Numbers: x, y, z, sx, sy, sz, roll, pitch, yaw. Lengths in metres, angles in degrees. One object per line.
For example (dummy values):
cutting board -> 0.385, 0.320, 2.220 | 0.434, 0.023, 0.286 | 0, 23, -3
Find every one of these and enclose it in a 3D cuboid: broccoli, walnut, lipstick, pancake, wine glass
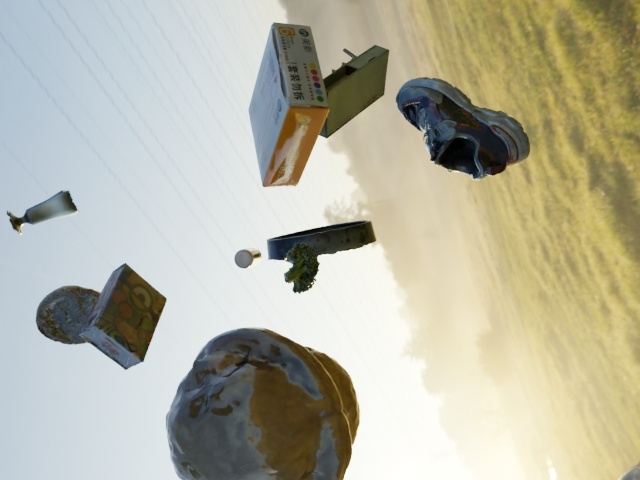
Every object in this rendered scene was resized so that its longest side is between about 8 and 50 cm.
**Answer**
broccoli -> -0.044, 0.058, 1.249 | 0.095, 0.092, 0.097 | 59, 145, 2
walnut -> -0.107, 0.347, 1.223 | 0.383, 0.383, 0.384 | -19, -90, -81
lipstick -> -0.147, 0.035, 1.263 | 0.141, 0.040, 0.040 | -7, -102, -88
pancake -> -0.431, 0.138, 1.118 | 0.025, 0.151, 0.152 | -108, -7, -52
wine glass -> -0.695, -0.072, 1.560 | 0.072, 0.155, 0.072 | 56, 162, 30

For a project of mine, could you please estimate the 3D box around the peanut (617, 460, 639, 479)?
peanut -> 0.653, 0.510, 1.111 | 0.387, 0.192, 0.170 | 47, -168, -34

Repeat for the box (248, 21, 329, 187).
box -> -0.073, -0.268, 1.273 | 0.274, 0.091, 0.221 | 121, 142, -58

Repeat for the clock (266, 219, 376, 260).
clock -> 0.000, 0.000, 1.816 | 0.325, 0.324, 0.067 | -37, -63, -81

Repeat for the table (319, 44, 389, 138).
table -> 0.044, -0.356, 1.429 | 0.240, 0.111, 0.122 | -42, -31, -36

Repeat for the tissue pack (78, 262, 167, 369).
tissue pack -> -0.330, 0.128, 1.056 | 0.109, 0.060, 0.148 | 47, -150, -27

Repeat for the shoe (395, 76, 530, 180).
shoe -> 0.192, -0.153, 0.941 | 0.227, 0.125, 0.099 | 32, 158, 26
